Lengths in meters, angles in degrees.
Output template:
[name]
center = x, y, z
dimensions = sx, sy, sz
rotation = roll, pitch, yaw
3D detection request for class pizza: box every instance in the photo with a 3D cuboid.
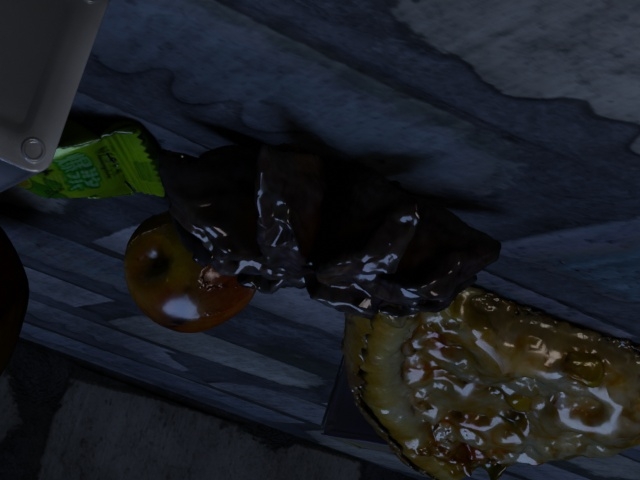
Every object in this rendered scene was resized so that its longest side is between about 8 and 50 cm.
[pizza]
center = 0.184, 0.193, 1.616
dimensions = 0.434, 0.080, 0.392
rotation = 21, 146, -10

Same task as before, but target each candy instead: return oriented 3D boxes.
[candy]
center = -0.276, -0.086, 1.345
dimensions = 0.246, 0.069, 0.149
rotation = 13, 163, 12

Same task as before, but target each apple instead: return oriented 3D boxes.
[apple]
center = -0.138, 0.030, 1.461
dimensions = 0.146, 0.146, 0.146
rotation = 16, 166, 4

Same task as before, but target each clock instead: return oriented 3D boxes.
[clock]
center = 0.098, 0.219, 1.905
dimensions = 0.071, 0.147, 0.192
rotation = 27, 162, -34

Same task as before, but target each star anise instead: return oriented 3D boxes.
[star anise]
center = 0.000, 0.000, 1.242
dimensions = 0.331, 0.118, 0.332
rotation = 11, 167, 3

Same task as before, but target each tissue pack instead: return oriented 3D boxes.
[tissue pack]
center = -0.292, -0.147, 0.943
dimensions = 0.246, 0.159, 0.136
rotation = 25, 163, -27

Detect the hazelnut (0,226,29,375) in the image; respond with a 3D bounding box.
[hazelnut]
center = -0.558, 0.074, 1.742
dimensions = 0.402, 0.402, 0.429
rotation = 20, 170, -9
